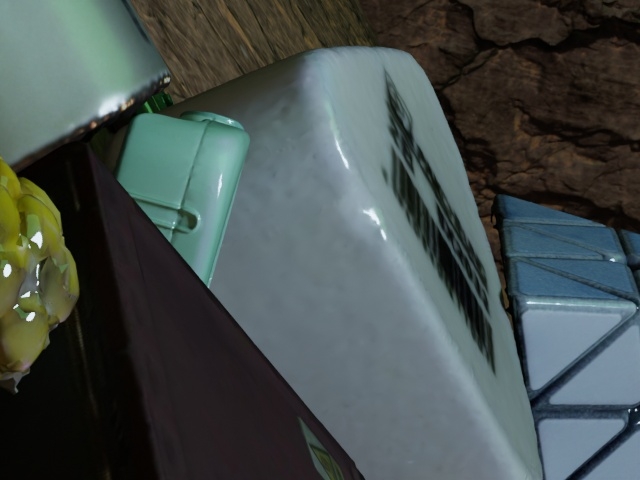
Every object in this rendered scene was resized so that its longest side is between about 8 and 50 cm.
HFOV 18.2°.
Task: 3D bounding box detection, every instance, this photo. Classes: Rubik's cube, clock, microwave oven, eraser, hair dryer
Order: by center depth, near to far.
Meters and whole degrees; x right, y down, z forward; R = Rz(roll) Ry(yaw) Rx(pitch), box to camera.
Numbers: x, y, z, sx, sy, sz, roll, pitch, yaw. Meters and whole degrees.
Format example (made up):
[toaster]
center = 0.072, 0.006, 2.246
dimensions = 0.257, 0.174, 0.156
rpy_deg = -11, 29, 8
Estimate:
[microwave oven]
center = -0.067, 0.138, 0.498
dimensions = 0.188, 0.178, 0.247
rpy_deg = 55, 10, -40
[hair dryer]
center = -0.192, -0.096, 0.777
dimensions = 0.203, 0.128, 0.362
rpy_deg = 60, 17, -6
[clock]
center = -0.080, 0.007, 0.980
dimensions = 0.060, 0.148, 0.188
rpy_deg = 15, 7, -2
[eraser]
center = 0.000, 0.000, 1.215
dimensions = 0.331, 0.150, 0.331
rpy_deg = 55, 22, -35
[Rubik's cube]
center = 0.209, 0.080, 1.457
dimensions = 0.229, 0.233, 0.228
rpy_deg = 44, 57, -7

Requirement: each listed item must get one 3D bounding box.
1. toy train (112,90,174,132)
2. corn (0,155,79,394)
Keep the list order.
[toy train]
center = -0.107, -0.067, 1.314
dimensions = 0.148, 0.038, 0.071
rpy_deg = 61, 12, -2
[corn]
center = -0.181, -0.034, 0.392
dimensions = 0.291, 0.101, 0.101
rpy_deg = 22, 28, -25
